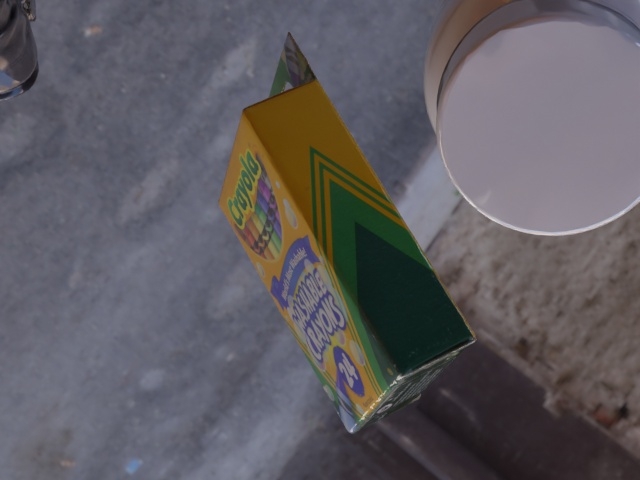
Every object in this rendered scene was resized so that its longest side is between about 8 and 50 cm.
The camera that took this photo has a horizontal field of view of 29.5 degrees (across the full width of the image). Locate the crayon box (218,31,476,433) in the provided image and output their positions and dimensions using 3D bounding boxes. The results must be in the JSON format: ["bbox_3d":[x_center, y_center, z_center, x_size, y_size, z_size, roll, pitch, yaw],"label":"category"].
[{"bbox_3d":[0.000,0.000,1.119,0.083,0.323,0.203,-25,164,-19],"label":"crayon box"}]

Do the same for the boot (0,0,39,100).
[{"bbox_3d":[-0.288,-0.296,0.962,0.223,0.118,0.338,82,7,-64],"label":"boot"}]

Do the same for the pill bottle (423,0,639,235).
[{"bbox_3d":[0.151,-0.123,0.807,0.283,0.160,0.160,-71,-179,-63],"label":"pill bottle"}]
